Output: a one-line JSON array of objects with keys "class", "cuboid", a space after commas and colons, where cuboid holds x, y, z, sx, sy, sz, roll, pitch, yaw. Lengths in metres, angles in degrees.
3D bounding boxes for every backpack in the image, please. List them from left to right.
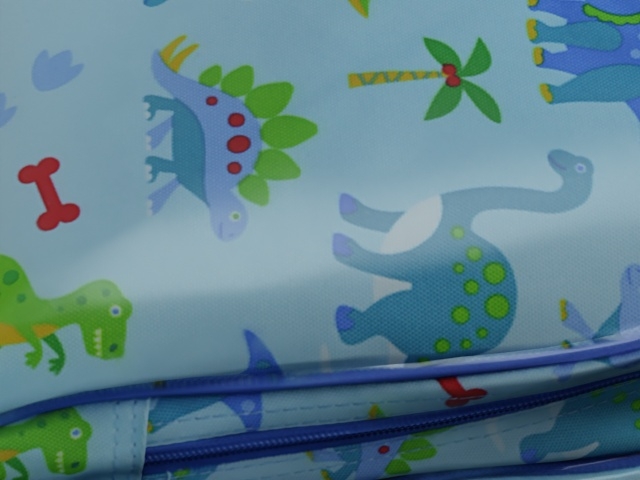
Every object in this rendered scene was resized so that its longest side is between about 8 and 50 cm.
[{"class": "backpack", "cuboid": [0.000, 0.000, 0.572, 0.355, 0.273, 0.290, 9, 48, -11]}]
